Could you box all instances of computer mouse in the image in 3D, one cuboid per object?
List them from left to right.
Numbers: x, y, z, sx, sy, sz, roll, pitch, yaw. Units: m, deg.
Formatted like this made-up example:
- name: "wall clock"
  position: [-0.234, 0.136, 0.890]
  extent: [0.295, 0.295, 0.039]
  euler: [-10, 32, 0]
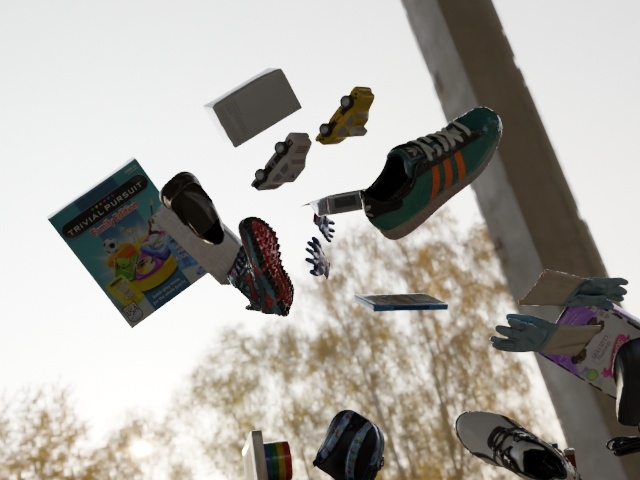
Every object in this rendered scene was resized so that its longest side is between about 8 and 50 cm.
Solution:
- name: "computer mouse"
  position: [0.647, 0.304, 1.714]
  extent: [0.184, 0.060, 0.262]
  euler: [-5, -67, -4]

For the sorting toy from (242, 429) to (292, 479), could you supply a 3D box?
- name: "sorting toy"
  position: [-0.106, 0.569, 2.005]
  extent: [0.089, 0.257, 0.255]
  euler: [-5, -22, -11]

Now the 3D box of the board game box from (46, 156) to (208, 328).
- name: "board game box"
  position: [-0.460, 0.006, 2.206]
  extent: [0.254, 0.336, 0.079]
  euler: [-37, 18, -10]

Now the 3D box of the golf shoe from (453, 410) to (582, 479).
- name: "golf shoe"
  position: [0.275, 0.290, 1.275]
  extent: [0.077, 0.198, 0.094]
  euler: [-57, -29, -14]

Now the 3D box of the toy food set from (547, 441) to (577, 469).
- name: "toy food set"
  position: [0.495, 0.499, 1.941]
  extent: [0.111, 0.104, 0.232]
  euler: [-7, 1, 11]

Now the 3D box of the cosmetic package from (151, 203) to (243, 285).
- name: "cosmetic package"
  position: [-0.266, -0.012, 2.050]
  extent: [0.099, 0.239, 0.060]
  euler: [-49, -16, 9]

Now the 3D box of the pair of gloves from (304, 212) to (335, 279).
- name: "pair of gloves"
  position: [0.000, 0.000, 2.272]
  extent: [0.023, 0.198, 0.159]
  euler: [1, -18, 19]

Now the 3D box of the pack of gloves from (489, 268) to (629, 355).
- name: "pack of gloves"
  position: [0.404, 0.116, 1.548]
  extent: [0.232, 0.046, 0.195]
  euler: [7, -51, -32]

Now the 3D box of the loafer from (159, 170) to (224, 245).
- name: "loafer"
  position: [-0.227, -0.057, 1.698]
  extent: [0.080, 0.078, 0.220]
  euler: [-46, -27, -5]

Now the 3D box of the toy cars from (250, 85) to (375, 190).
- name: "toy cars"
  position: [-0.004, -0.242, 2.298]
  extent: [0.394, 0.087, 0.176]
  euler: [-37, -19, -12]

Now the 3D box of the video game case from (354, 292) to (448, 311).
- name: "video game case"
  position: [0.168, 0.130, 1.902]
  extent: [0.166, 0.015, 0.119]
  euler: [0, 8, -19]

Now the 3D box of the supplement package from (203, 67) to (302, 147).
- name: "supplement package"
  position: [-0.151, -0.297, 2.009]
  extent: [0.179, 0.105, 0.105]
  euler: [-32, 19, -10]

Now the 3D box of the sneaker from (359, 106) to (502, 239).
- name: "sneaker"
  position: [0.195, -0.139, 1.598]
  extent: [0.302, 0.108, 0.121]
  euler: [-46, -46, -3]

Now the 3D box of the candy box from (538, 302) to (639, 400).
- name: "candy box"
  position: [0.591, 0.216, 1.912]
  extent: [0.165, 0.196, 0.070]
  euler: [-64, -17, 18]

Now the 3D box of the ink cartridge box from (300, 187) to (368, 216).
- name: "ink cartridge box"
  position: [0.053, -0.072, 1.798]
  extent: [0.145, 0.045, 0.179]
  euler: [-11, -3, -19]

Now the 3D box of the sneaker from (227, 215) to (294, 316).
- name: "sneaker"
  position: [-0.144, 0.064, 1.875]
  extent: [0.125, 0.104, 0.262]
  euler: [-1, -51, 18]

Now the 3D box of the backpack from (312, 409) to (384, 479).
- name: "backpack"
  position: [0.084, 0.502, 2.196]
  extent: [0.117, 0.158, 0.173]
  euler: [13, -79, -52]
